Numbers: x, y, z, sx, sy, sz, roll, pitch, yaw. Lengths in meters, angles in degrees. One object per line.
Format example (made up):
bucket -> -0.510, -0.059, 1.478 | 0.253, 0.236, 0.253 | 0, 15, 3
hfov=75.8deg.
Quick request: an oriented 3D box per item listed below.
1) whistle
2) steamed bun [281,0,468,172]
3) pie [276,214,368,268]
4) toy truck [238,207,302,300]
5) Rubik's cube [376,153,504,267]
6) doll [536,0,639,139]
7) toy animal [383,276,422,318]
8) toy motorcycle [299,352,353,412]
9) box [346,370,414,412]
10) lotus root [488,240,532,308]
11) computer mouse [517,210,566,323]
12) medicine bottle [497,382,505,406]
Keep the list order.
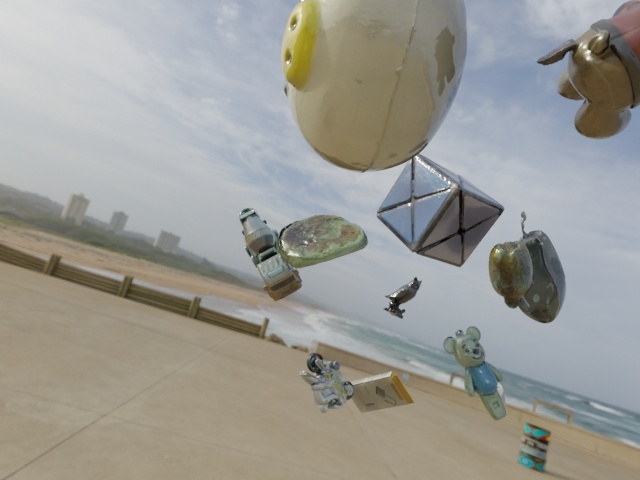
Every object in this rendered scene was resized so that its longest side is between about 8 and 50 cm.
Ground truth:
whistle -> 0.407, 0.340, 1.050 | 0.114, 0.235, 0.077 | -20, -12, -17
steamed bun -> 0.094, -0.309, 0.733 | 0.334, 0.373, 0.334 | 13, 18, -4
pie -> 0.000, 0.000, 1.066 | 0.241, 0.054, 0.240 | -4, 30, 2
toy truck -> -0.152, 0.031, 1.153 | 0.256, 0.108, 0.140 | 59, -6, 33
Rubik's cube -> 0.384, -0.092, 1.343 | 0.255, 0.259, 0.260 | 15, 28, -34
doll -> 0.509, -0.301, 0.587 | 0.330, 0.235, 0.174 | -29, -37, 33
toy animal -> 0.374, 0.247, 1.879 | 0.117, 0.210, 0.121 | 35, -3, 45
toy motorcycle -> 0.020, 0.465, 1.306 | 0.074, 0.151, 0.228 | -18, -57, 44
box -> 0.213, 0.554, 1.498 | 0.247, 0.033, 0.129 | -28, -83, 36
lotus root -> 0.534, 0.097, 1.154 | 0.113, 0.191, 0.088 | -6, 9, 16
computer mouse -> 0.704, 0.079, 1.325 | 0.090, 0.379, 0.167 | 8, -23, -18
medicine bottle -> 0.575, 0.511, 1.350 | 0.057, 0.057, 0.089 | 10, -42, 40
